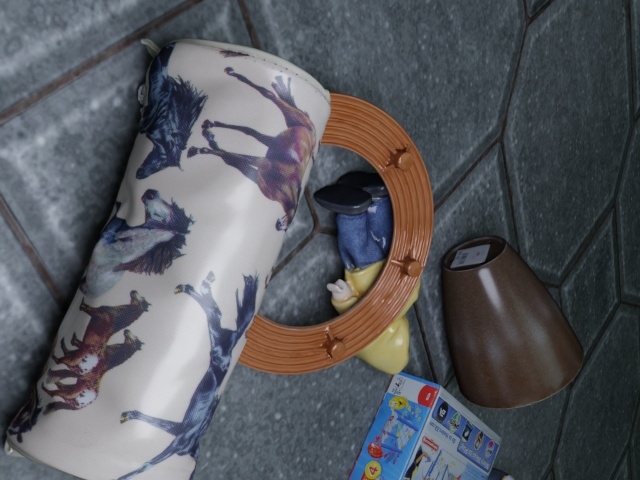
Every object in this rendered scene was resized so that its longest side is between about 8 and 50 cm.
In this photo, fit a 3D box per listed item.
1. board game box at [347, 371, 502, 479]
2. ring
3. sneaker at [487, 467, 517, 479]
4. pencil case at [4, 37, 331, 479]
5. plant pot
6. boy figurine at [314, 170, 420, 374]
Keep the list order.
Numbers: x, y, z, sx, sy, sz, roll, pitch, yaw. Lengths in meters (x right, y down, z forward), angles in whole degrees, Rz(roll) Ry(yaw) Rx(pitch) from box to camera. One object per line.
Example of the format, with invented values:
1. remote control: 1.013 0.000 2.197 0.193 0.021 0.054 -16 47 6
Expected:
1. board game box: 0.160 0.409 1.202 0.308 0.086 0.302 44 67 -47
2. ring: 0.000 0.000 0.844 0.336 0.032 0.337 -9 110 -27
3. sneaker: 0.305 0.594 1.385 0.126 0.127 0.321 26 78 -55
4. pencil case: -0.139 0.027 0.665 0.410 0.183 0.160 -70 158 -7
5. plant pot: 0.288 0.117 1.203 0.215 0.215 0.230 -42 115 -35
6. boy figurine: 0.076 0.050 0.993 0.177 0.092 0.285 -38 128 -38
